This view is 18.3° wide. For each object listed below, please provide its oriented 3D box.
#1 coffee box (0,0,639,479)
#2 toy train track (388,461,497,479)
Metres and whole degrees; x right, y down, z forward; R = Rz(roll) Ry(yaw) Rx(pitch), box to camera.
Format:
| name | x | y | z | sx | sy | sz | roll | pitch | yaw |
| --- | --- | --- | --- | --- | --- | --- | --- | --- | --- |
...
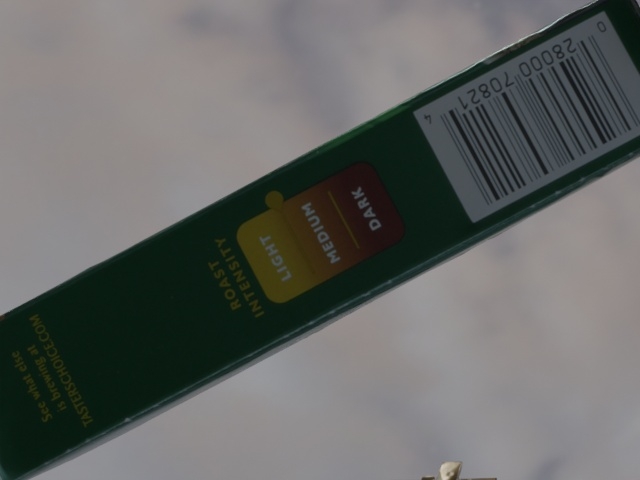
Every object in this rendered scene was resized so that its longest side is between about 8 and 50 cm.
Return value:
| name | x | y | z | sx | sy | sz | roll | pitch | yaw |
| --- | --- | --- | --- | --- | --- | --- | --- | --- | --- |
| coffee box | 0.000 | 0.000 | 0.507 | 0.040 | 0.184 | 0.113 | 62 | -177 | 2 |
| toy train track | 0.041 | 0.119 | 0.923 | 0.083 | 0.014 | 0.048 | -3 | -162 | 15 |
